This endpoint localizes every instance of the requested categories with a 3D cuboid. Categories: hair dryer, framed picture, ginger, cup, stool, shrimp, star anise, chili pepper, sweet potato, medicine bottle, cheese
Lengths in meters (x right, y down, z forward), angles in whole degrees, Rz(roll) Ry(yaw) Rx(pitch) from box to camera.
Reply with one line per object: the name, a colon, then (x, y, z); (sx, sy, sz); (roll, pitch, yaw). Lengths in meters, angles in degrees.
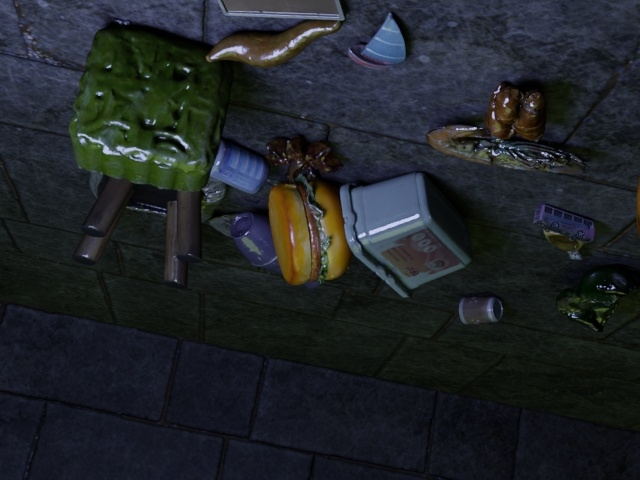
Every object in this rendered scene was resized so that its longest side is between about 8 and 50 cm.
hair dryer: (0.000, 0.000, 2.351); (0.361, 0.121, 0.301); (-17, 144, 32)
framed picture: (-0.072, -0.386, 1.510); (0.203, 0.015, 0.150); (5, 159, 16)
ginger: (0.328, -0.220, 1.668); (0.103, 0.073, 0.162); (3, 164, 11)
cup: (0.443, 0.194, 2.701); (0.099, 0.074, 0.102); (-6, 154, 38)
stool: (-0.395, -0.051, 2.269); (0.311, 0.226, 0.310); (17, 159, -12)
shrimp: (0.333, -0.169, 1.793); (0.296, 0.058, 0.169); (9, 173, 18)
star anise: (-0.035, -0.168, 2.016); (0.168, 0.057, 0.168); (6, 150, 4)
chili pepper: (0.664, 0.118, 2.366); (0.148, 0.116, 0.264); (22, 159, 2)
sweet potato: (-0.069, -0.320, 1.629); (0.250, 0.059, 0.069); (-5, 142, 27)
medicine bottle: (-0.206, -0.166, 2.062); (0.203, 0.083, 0.083); (22, 157, -32)
cheese: (0.549, 0.006, 2.202); (0.086, 0.036, 0.162); (2, 157, 27)

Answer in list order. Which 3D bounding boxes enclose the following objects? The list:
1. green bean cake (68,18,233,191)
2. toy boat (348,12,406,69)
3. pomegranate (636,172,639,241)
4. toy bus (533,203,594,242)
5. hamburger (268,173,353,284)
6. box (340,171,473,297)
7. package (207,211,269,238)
green bean cake: (-0.287, -0.225, 1.712); (0.250, 0.246, 0.156); (13, 159, -7)
toy boat: (0.106, -0.313, 1.585); (0.096, 0.034, 0.122); (12, 159, -19)
pomegranate: (0.681, -0.040, 1.511); (0.417, 0.416, 0.416); (10, 160, 4)
toy bus: (0.512, -0.035, 2.091); (0.131, 0.052, 0.037); (18, 163, -12)
hamburger: (-0.011, -0.026, 2.150); (0.170, 0.246, 0.246); (-8, 163, -13)
box: (0.193, -0.022, 2.125); (0.183, 0.175, 0.312); (-20, 148, 23)
package: (-0.149, -0.029, 2.476); (0.239, 0.030, 0.154); (1, 156, 25)
